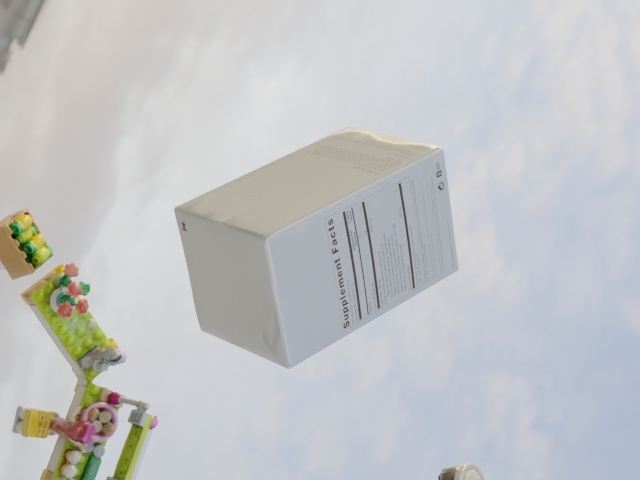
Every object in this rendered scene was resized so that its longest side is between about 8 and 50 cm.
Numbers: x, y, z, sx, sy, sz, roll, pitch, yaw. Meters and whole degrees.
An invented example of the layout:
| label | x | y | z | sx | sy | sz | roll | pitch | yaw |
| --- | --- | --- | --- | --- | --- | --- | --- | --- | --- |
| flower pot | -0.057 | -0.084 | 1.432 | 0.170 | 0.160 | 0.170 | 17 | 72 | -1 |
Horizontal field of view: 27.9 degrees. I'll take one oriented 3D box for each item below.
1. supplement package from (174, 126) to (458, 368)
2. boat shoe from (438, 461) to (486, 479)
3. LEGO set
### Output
| label | x | y | z | sx | sy | sz | roll | pitch | yaw |
| --- | --- | --- | --- | --- | --- | --- | --- | --- | --- |
| supplement package | 0.000 | 0.000 | 1.569 | 0.177 | 0.293 | 0.175 | 18 | -54 | 46 |
| boat shoe | 0.193 | 0.470 | 1.825 | 0.097 | 0.116 | 0.324 | 0 | -78 | 38 |
| LEGO set | -0.203 | 0.117 | 1.068 | 0.107 | 0.132 | 0.287 | 0 | -90 | 57 |
